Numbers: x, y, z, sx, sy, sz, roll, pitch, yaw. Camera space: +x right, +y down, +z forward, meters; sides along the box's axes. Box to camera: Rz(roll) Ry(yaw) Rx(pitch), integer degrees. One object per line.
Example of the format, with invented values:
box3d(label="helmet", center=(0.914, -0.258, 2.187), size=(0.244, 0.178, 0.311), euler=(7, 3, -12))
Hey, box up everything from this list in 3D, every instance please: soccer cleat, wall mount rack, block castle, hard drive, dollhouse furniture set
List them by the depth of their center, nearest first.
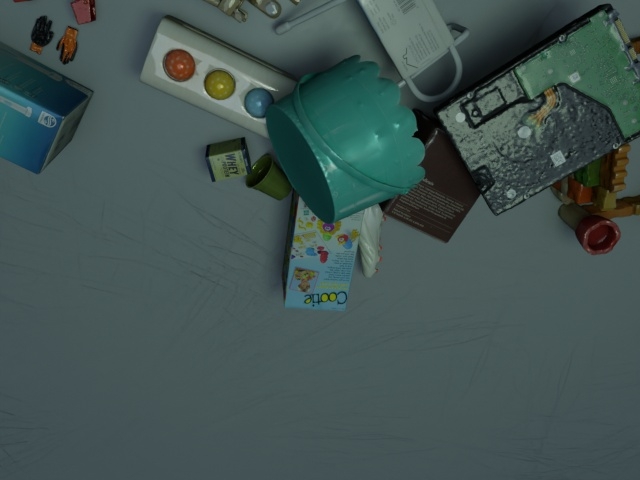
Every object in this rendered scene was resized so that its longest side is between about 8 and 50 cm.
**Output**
box3d(label="dollhouse furniture set", center=(-0.093, -0.443, 1.036), size=(0.123, 0.151, 0.144), euler=(32, 106, -21))
box3d(label="hard drive", center=(0.409, -0.229, 1.051), size=(0.339, 0.064, 0.237), euler=(-31, 105, 14))
box3d(label="wall mount rack", center=(0.103, -0.394, 1.099), size=(0.304, 0.130, 0.350), euler=(-35, 121, 7))
box3d(label="block castle", center=(0.680, -0.204, 1.220), size=(0.303, 0.213, 0.453), euler=(-10, 118, -2))
box3d(label="soccer cleat", center=(0.106, -0.008, 1.334), size=(0.076, 0.068, 0.196), euler=(4, 109, -4))

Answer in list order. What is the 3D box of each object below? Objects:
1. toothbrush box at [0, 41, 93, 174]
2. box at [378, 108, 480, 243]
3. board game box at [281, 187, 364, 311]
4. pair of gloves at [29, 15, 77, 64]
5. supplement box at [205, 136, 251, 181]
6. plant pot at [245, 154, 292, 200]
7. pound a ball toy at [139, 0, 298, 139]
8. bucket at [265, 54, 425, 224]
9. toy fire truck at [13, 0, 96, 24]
box3d(label="toothbrush box", center=(-0.592, -0.268, 1.031), size=(0.295, 0.216, 0.126), euler=(28, 110, -20))
box3d(label="box", center=(0.232, -0.137, 1.223), size=(0.167, 0.168, 0.203), euler=(24, 112, -17))
box3d(label="board game box", center=(0.000, 0.000, 1.278), size=(0.144, 0.142, 0.275), euler=(5, 115, -9))
box3d(label="pair of gloves", center=(-0.505, -0.380, 1.100), size=(0.083, 0.010, 0.074), euler=(21, 113, -14))
box3d(label="supplement box", center=(-0.190, -0.169, 1.203), size=(0.083, 0.083, 0.056), euler=(-12, 118, -2))
box3d(label="plant pot", center=(-0.104, -0.128, 1.244), size=(0.083, 0.083, 0.079), euler=(-45, 125, 15))
box3d(label="pound a ball toy", center=(-0.194, -0.347, 1.085), size=(0.319, 0.136, 0.208), euler=(23, 112, -18))
box3d(label="bucket", center=(0.037, -0.176, 1.050), size=(0.183, 0.281, 0.281), euler=(-31, 118, -14))
box3d(label="toy fire truck", center=(-0.492, -0.481, 1.031), size=(0.135, 0.047, 0.192), euler=(-10, 116, -3))
